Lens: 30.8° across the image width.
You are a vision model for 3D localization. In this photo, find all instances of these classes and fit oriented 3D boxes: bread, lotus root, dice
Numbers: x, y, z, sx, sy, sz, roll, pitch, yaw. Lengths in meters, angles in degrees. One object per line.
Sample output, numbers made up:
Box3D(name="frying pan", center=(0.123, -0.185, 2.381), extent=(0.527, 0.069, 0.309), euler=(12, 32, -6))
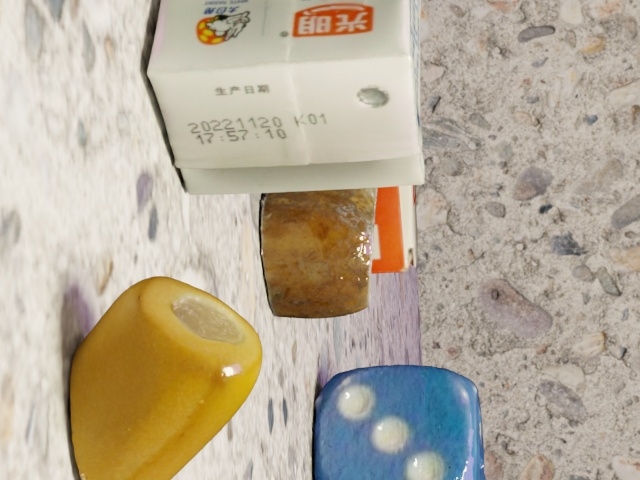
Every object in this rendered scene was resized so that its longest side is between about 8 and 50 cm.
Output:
Box3D(name="bread", center=(-0.071, 0.064, 0.440), extent=(0.062, 0.103, 0.049), euler=(33, 23, -24))
Box3D(name="lotus root", center=(0.000, 0.002, 0.861), extent=(0.122, 0.081, 0.112), euler=(-84, 175, -47))
Box3D(name="dice", center=(0.074, 0.197, 1.035), extent=(0.143, 0.147, 0.146), euler=(69, 20, -60))

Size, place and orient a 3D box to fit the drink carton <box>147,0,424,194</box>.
Box3D(name="drink carton", center=(-0.008, -0.175, 0.653), extent=(0.106, 0.131, 0.314), euler=(74, 16, -52))

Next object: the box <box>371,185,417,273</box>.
Box3D(name="box", center=(0.039, -0.076, 1.049), extent=(0.133, 0.099, 0.182), euler=(-78, 163, -68))
